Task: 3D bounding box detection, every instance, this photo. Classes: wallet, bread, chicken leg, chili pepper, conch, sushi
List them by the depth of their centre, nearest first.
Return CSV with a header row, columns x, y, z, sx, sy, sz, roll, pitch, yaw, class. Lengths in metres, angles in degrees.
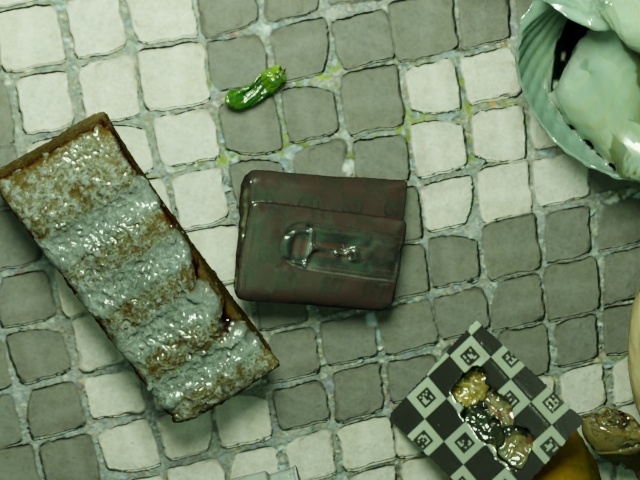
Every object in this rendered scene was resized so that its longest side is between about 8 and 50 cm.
x,y,z,sx,sy,sz,roll,pitch,yaw,class
0.422,-0.242,1.605,0.319,0.215,0.303,31,126,8,conch
-0.231,0.040,1.617,0.165,0.113,0.416,-35,110,-1,bread
-0.082,-0.196,1.617,0.091,0.034,0.030,-29,78,0,chili pepper
0.000,0.000,1.668,0.229,0.049,0.181,5,97,-18,wallet
0.238,0.255,1.781,0.192,0.215,0.050,-49,154,6,sushi
0.458,0.311,1.860,0.085,0.069,0.198,-30,131,19,chicken leg

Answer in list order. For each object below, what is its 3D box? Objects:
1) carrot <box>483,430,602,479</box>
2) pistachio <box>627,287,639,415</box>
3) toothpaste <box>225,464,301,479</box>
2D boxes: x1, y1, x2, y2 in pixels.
x,y,z,sx,sy,sz,roll,pitch,yaw,class
0.306,0.440,1.808,0.242,0.340,0.241,-4,139,-3,carrot
0.545,0.181,1.795,0.194,0.214,0.318,-4,108,32,pistachio
-0.141,0.375,1.784,0.234,0.057,0.089,-16,114,2,toothpaste
